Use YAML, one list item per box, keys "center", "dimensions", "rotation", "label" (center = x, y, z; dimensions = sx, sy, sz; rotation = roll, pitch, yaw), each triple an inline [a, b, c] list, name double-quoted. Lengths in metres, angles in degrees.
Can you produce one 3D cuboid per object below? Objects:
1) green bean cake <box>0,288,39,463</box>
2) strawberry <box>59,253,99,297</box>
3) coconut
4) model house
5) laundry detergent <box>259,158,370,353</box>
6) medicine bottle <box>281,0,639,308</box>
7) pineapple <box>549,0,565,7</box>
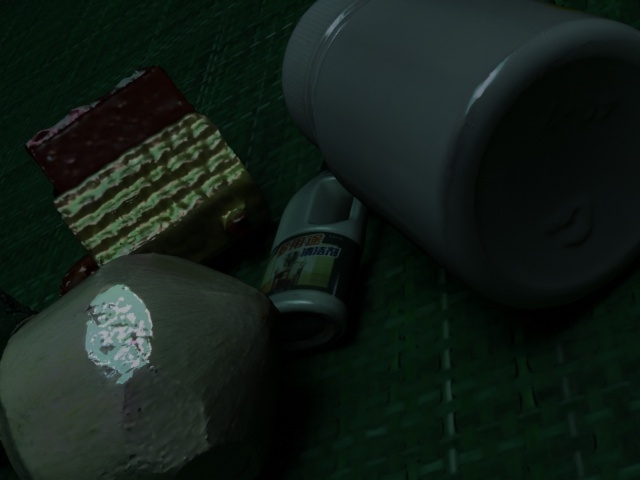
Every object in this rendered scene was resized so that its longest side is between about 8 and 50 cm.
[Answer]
- center: [-0.324, 0.144, 0.983]
  dimensions: [0.208, 0.107, 0.193]
  rotation: [-10, 41, 37]
  label: "green bean cake"
- center: [-0.261, 0.045, 1.092]
  dimensions: [0.152, 0.048, 0.104]
  rotation: [-30, 37, 22]
  label: "strawberry"
- center: [-0.133, 0.116, 0.728]
  dimensions: [0.234, 0.224, 0.224]
  rotation: [-23, 36, 21]
  label: "coconut"
- center: [-0.185, -0.049, 0.996]
  dimensions: [0.196, 0.160, 0.254]
  rotation: [-35, 44, -10]
  label: "model house"
- center: [0.000, 0.000, 0.858]
  dimensions: [0.099, 0.070, 0.226]
  rotation: [-25, 34, 37]
  label: "laundry detergent"
- center: [0.108, -0.105, 0.743]
  dimensions: [0.208, 0.208, 0.339]
  rotation: [-42, 32, -2]
  label: "medicine bottle"
- center: [0.199, -0.203, 0.915]
  dimensions: [0.124, 0.058, 0.058]
  rotation: [-8, 44, 33]
  label: "pineapple"
